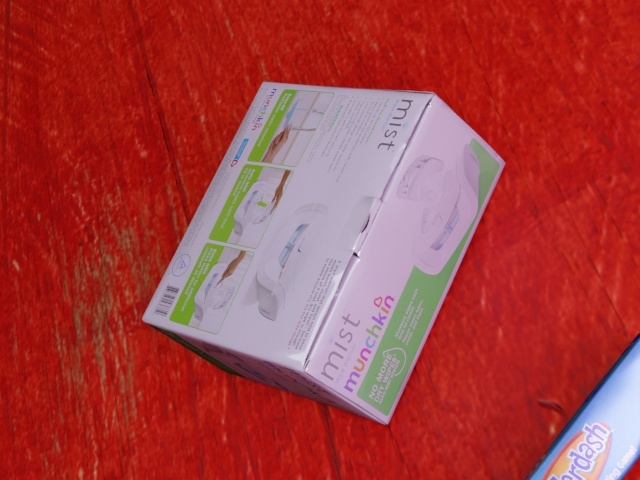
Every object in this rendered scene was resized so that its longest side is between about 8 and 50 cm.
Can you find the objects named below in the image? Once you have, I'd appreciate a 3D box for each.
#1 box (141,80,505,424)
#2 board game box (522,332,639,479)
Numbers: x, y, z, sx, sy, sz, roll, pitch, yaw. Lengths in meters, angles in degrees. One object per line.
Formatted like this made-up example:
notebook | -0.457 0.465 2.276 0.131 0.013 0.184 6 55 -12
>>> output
box | 0.000 0.000 1.169 0.231 0.127 0.262 10 70 46
board game box | 0.170 0.153 0.876 0.047 0.160 0.210 37 90 12
